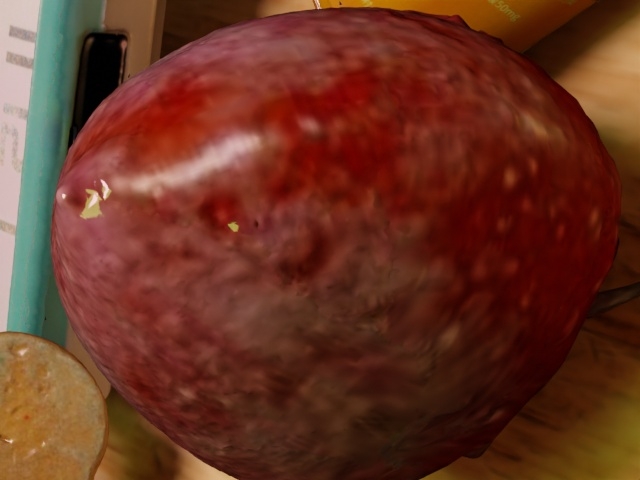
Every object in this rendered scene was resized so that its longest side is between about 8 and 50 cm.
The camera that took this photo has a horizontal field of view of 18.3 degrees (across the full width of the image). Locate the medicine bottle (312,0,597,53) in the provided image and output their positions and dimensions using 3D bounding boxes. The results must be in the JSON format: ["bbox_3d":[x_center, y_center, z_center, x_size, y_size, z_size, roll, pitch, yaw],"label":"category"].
[{"bbox_3d":[0.090,-0.139,0.801,0.192,0.096,0.096,-33,54,34],"label":"medicine bottle"}]

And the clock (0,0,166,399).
[{"bbox_3d":[-0.164,-0.070,1.010,0.231,0.116,0.262,19,107,44],"label":"clock"}]

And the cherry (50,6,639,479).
[{"bbox_3d":[0.000,0.000,0.733,0.192,0.249,0.175,-34,63,36],"label":"cherry"}]

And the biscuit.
[{"bbox_3d":[-0.137,0.158,0.899,0.030,0.153,0.234,148,118,-80],"label":"biscuit"}]
